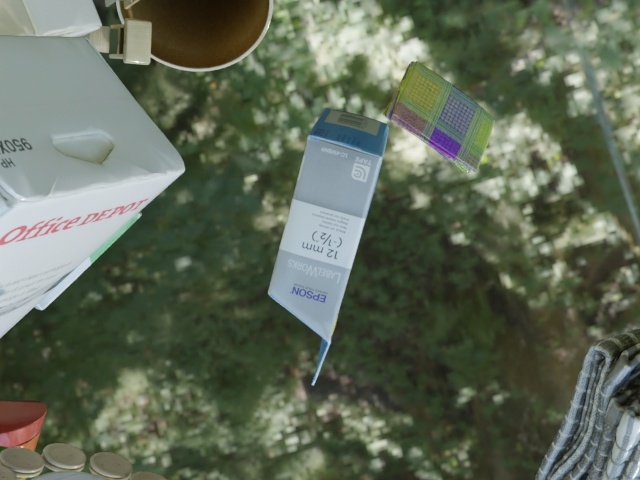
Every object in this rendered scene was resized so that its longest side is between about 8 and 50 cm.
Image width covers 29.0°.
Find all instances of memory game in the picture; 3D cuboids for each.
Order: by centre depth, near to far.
[{"bbox_3d":[-0.183,0.209,0.957,0.186,0.012,0.186,16,-164,-5],"label":"memory game"}]

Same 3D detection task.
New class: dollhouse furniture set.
[{"bbox_3d":[-0.280,-0.302,1.514,0.182,0.161,0.101,-2,-173,-40],"label":"dollhouse furniture set"}]

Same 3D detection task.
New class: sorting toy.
[{"bbox_3d":[-0.420,0.324,1.535,0.127,0.126,0.365,-4,-163,1],"label":"sorting toy"}]

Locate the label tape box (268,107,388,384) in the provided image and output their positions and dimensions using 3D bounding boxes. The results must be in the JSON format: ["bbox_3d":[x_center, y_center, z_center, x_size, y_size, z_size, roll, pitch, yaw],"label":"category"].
[{"bbox_3d":[0.000,0.000,1.803,0.115,0.347,0.249,17,-164,0],"label":"label tape box"}]

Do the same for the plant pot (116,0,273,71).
[{"bbox_3d":[-0.193,-0.433,1.966,0.237,0.254,0.237,-1,126,-1],"label":"plant pot"}]

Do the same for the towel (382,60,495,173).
[{"bbox_3d":[0.090,-0.093,0.925,0.083,0.060,0.009,32,150,-14],"label":"towel"}]

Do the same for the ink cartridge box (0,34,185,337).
[{"bbox_3d":[-0.347,0.009,1.049,0.395,0.166,0.285,-39,175,21],"label":"ink cartridge box"}]

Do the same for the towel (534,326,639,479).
[{"bbox_3d":[0.316,0.182,1.118,0.235,0.121,0.283,-11,126,-31],"label":"towel"}]

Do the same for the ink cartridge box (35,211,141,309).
[{"bbox_3d":[-0.325,-0.056,1.327,0.154,0.212,0.093,-46,-158,-13],"label":"ink cartridge box"}]

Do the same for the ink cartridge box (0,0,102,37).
[{"bbox_3d":[-0.441,-0.342,1.285,0.279,0.384,0.160,-19,-172,21],"label":"ink cartridge box"}]
